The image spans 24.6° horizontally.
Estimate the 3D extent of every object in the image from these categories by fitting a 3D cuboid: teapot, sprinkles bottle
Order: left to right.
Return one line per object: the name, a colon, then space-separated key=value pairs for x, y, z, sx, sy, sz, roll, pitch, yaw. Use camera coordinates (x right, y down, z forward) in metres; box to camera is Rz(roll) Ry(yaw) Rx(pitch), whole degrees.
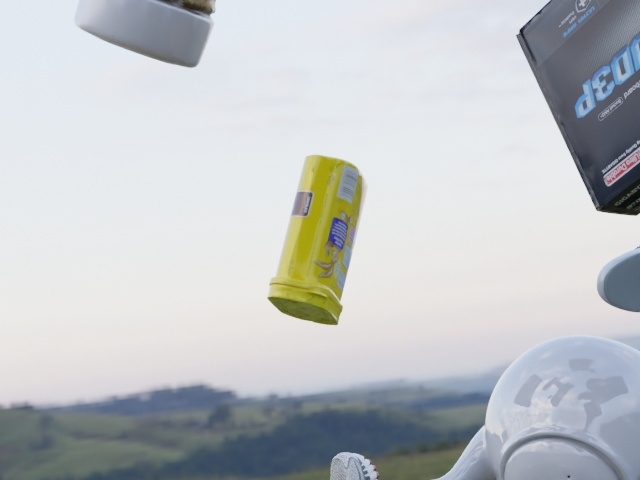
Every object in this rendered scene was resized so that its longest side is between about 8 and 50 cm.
sprinkles bottle: x=-0.109 y=-0.338 z=1.306 sx=0.121 sy=0.355 sz=0.121 roll=19 pitch=8 yaw=-3
teapot: x=0.293 y=0.244 z=1.644 sx=0.256 sy=0.252 sz=0.187 roll=-58 pitch=-3 yaw=39

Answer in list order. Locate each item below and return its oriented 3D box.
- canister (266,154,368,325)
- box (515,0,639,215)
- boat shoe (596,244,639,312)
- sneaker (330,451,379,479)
canister: x=0.000 y=0.000 z=1.670 sx=0.073 sy=0.170 sz=0.126 roll=11 pitch=-12 yaw=13
box: x=0.260 y=-0.150 z=1.084 sx=0.051 sy=0.175 sz=0.220 roll=5 pitch=-35 yaw=-40
boat shoe: x=0.341 y=0.026 z=1.493 sx=0.183 sy=0.065 sz=0.083 roll=-11 pitch=16 yaw=-25
sneaker: x=0.020 y=0.341 z=1.777 sx=0.093 sy=0.225 sz=0.088 roll=16 pitch=-54 yaw=-8
